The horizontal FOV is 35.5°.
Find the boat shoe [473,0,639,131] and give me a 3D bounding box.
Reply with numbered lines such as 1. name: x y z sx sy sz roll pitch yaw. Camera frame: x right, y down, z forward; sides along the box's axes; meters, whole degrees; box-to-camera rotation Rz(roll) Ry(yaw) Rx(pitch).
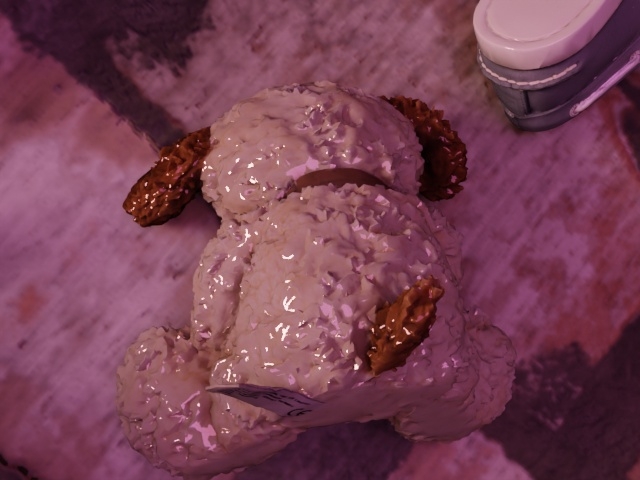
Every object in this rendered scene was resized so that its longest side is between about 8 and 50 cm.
1. boat shoe: 0.232 -0.200 0.731 0.319 0.116 0.099 -43 139 -20

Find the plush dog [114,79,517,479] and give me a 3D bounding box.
1. plush dog: 0.000 0.000 0.609 0.262 0.210 0.225 -6 60 -16
